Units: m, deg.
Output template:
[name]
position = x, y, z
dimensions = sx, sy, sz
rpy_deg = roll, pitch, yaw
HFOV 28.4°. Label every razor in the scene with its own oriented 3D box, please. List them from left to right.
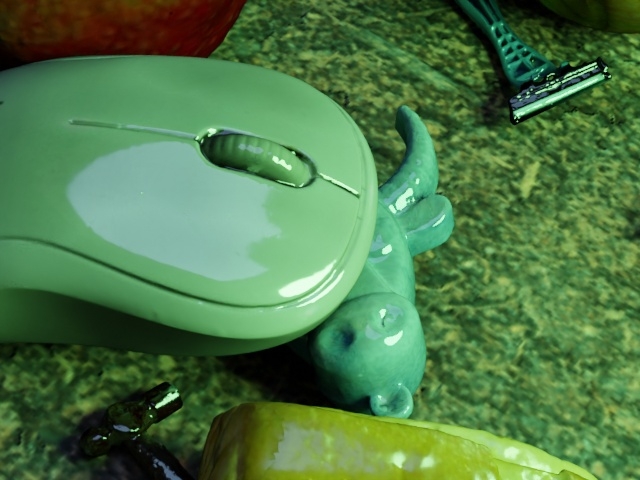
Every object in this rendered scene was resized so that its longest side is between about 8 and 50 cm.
[razor]
position = 0.123, -0.185, 0.983
dimensions = 0.082, 0.042, 0.253
rpy_deg = -26, 57, -5

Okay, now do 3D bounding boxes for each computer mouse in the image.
[computer mouse]
position = -0.120, -0.031, 0.706
dimensions = 0.296, 0.121, 0.184
rpy_deg = 1, 51, 18

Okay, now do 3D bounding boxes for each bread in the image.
[bread]
position = 0.044, 0.179, 0.618
dimensions = 0.235, 0.099, 0.210
rpy_deg = 17, 49, -8

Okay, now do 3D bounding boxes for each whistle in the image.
[whistle]
position = 0.000, 0.000, 0.772
dimensions = 0.180, 0.093, 0.269
rpy_deg = -23, 56, -4

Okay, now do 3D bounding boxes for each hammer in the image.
[hammer]
position = -0.053, 0.149, 0.686
dimensions = 0.178, 0.021, 0.065
rpy_deg = 41, 54, 20

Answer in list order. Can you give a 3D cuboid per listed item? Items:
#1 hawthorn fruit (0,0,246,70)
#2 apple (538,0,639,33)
[hawthorn fruit]
position = -0.143, -0.226, 0.835
dimensions = 0.265, 0.307, 0.265
rpy_deg = 0, 92, 8
[apple]
position = 0.231, -0.327, 0.917
dimensions = 0.339, 0.340, 0.340
rpy_deg = 6, 50, -7
